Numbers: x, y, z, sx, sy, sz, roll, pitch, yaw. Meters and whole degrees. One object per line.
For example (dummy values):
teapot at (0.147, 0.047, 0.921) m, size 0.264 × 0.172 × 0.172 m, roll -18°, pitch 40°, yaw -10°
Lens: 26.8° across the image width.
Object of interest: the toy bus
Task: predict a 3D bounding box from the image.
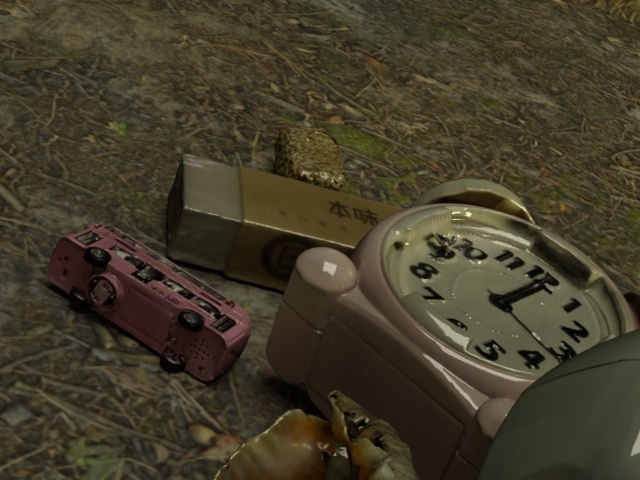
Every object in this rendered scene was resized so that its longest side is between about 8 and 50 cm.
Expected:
toy bus at (-0.164, 0.058, 1.304) m, size 0.203 × 0.063 × 0.090 m, roll 31°, pitch 25°, yaw 13°

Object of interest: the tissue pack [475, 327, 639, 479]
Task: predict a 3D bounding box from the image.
tissue pack at (0.299, 0.220, 1.034) m, size 0.333 × 0.229 × 0.236 m, roll 47°, pitch 57°, yaw -8°

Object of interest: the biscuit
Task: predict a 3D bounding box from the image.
biscuit at (-0.015, -0.087, 1.665) m, size 0.082 × 0.070 × 0.168 m, roll 19°, pitch 25°, yaw -15°

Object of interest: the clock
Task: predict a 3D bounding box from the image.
clock at (0.161, 0.093, 1.297) m, size 0.326 × 0.184 × 0.342 m, roll -27°, pitch 61°, yaw -40°

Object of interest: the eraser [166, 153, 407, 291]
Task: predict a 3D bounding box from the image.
eraser at (0.000, 0.000, 1.510) m, size 0.343 × 0.078 × 0.144 m, roll 14°, pitch 27°, yaw -15°

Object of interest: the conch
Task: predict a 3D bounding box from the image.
conch at (0.027, 0.249, 1.001) m, size 0.210 × 0.159 × 0.291 m, roll -19°, pitch 27°, yaw 1°
